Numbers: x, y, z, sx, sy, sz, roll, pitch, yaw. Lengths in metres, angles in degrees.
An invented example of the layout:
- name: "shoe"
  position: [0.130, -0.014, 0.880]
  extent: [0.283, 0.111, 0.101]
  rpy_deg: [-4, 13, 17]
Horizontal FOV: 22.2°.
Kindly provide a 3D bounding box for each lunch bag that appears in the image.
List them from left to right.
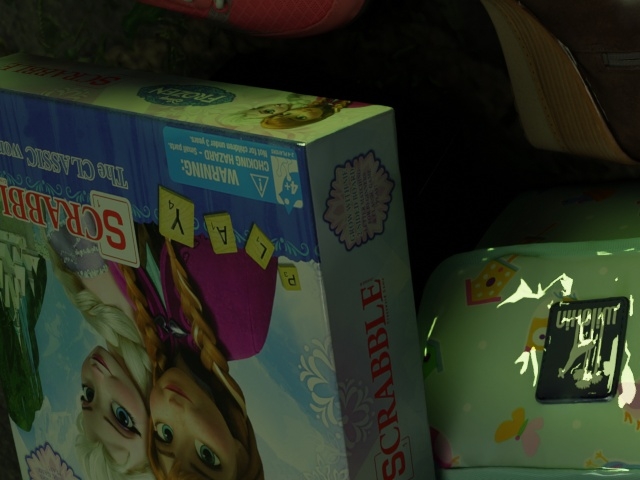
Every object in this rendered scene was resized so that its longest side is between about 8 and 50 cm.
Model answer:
- name: "lunch bag"
  position: [0.181, 0.064, 0.905]
  extent: [0.223, 0.262, 0.160]
  rpy_deg: [-4, 111, 33]

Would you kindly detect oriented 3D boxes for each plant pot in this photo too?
- name: "plant pot"
  position: [0.000, 0.000, 1.042]
  extent: [0.167, 0.188, 0.187]
  rpy_deg: [5, 116, 16]

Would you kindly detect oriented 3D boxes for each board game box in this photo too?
- name: "board game box"
  position: [-0.075, 0.067, 0.912]
  extent: [0.318, 0.066, 0.318]
  rpy_deg: [13, 118, 45]

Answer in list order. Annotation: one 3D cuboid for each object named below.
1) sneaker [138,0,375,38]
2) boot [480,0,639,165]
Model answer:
- name: "sneaker"
  position: [-0.117, -0.184, 1.010]
  extent: [0.313, 0.136, 0.116]
  rpy_deg: [19, 119, 20]
- name: "boot"
  position: [0.181, -0.156, 0.900]
  extent: [0.206, 0.090, 0.248]
  rpy_deg: [-3, 123, 36]
